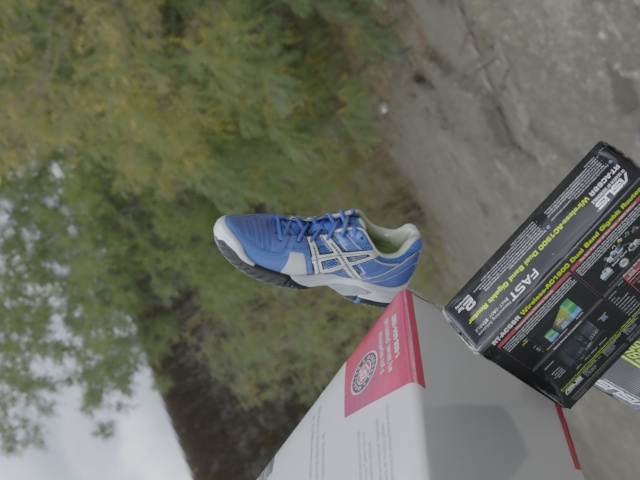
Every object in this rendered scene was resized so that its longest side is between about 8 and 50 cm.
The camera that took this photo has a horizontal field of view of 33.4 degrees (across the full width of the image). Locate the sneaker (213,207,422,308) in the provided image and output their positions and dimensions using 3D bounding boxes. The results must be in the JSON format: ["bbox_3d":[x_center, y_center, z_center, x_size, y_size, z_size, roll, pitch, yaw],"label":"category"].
[{"bbox_3d":[0.000,0.000,1.008,0.211,0.081,0.080,11,-144,-27],"label":"sneaker"}]

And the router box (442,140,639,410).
[{"bbox_3d":[0.136,0.021,0.555,0.092,0.122,0.038,34,-168,-40],"label":"router box"}]

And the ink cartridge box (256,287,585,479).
[{"bbox_3d":[0.022,0.201,0.624,0.117,0.283,0.207,29,-156,-14],"label":"ink cartridge box"}]

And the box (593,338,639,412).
[{"bbox_3d":[0.264,0.074,0.853,0.191,0.045,0.184,29,149,-24],"label":"box"}]
